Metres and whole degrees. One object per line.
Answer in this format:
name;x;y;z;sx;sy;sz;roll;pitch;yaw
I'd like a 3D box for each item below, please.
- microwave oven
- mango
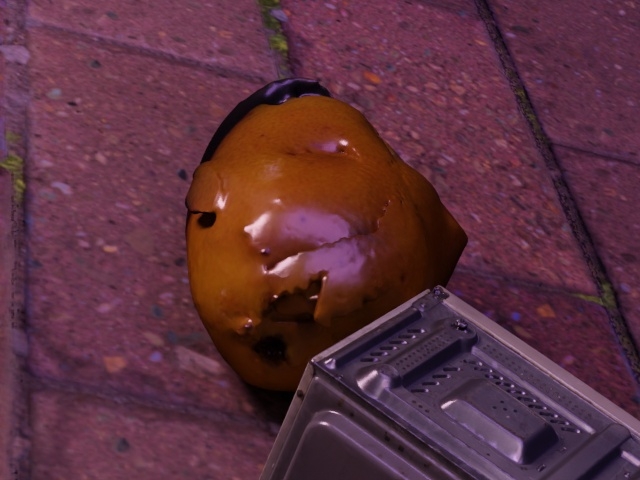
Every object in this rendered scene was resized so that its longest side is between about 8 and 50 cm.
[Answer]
microwave oven;0.103;0.162;1.215;0.240;0.145;0.194;35;29;20
mango;0.000;0.000;1.387;0.201;0.152;0.287;6;28;11
